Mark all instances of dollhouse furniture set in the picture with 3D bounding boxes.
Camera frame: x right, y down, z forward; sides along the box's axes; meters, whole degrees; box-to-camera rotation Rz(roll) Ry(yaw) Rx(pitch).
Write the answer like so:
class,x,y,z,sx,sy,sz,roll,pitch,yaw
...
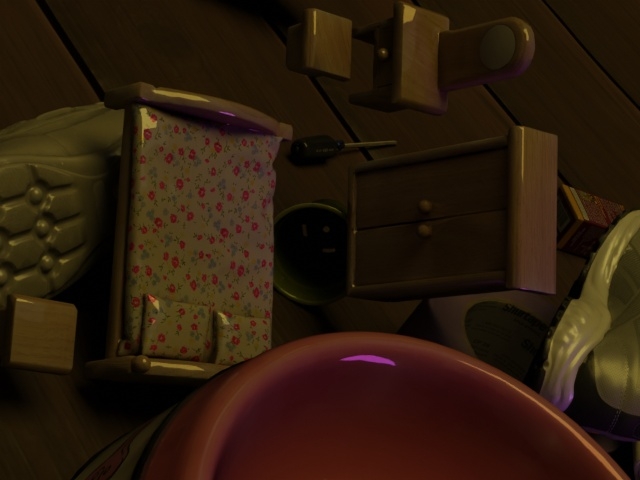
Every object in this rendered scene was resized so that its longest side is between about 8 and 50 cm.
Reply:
class,x,y,z,sx,sy,sz,roll,pitch,yaw
dollhouse furniture set,-0.017,-0.050,1.071,0.355,0.173,0.303,11,77,-42

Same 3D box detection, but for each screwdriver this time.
class,x,y,z,sx,sy,sz,roll,pitch,yaw
screwdriver,0.026,-0.091,1.478,0.170,0.024,0.025,-17,87,-56

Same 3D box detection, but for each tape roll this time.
class,x,y,z,sx,sy,sz,roll,pitch,yaw
tape roll,0.143,0.117,1.248,0.189,0.080,0.189,26,32,-18

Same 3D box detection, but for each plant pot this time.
class,x,y,z,sx,sy,sz,roll,pitch,yaw
plant pot,0.000,0.000,1.278,0.083,0.083,0.079,34,19,-2

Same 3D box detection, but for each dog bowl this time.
class,x,y,z,sx,sy,sz,roll,pitch,yaw
dog bowl,0.045,0.225,0.871,0.408,0.150,0.408,21,42,-20

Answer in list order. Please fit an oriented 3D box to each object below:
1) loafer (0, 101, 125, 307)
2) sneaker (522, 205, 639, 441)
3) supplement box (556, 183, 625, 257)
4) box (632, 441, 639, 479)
class,x,y,z,sx,sy,sz,roll,pitch,yaw
loafer,-0.195,-0.028,1.105,0.111,0.112,0.319,8,20,37
sneaker,0.233,0.068,1.218,0.108,0.100,0.271,25,35,9
supplement box,0.268,-0.014,1.592,0.083,0.043,0.055,17,35,-27
box,0.315,0.156,1.258,0.126,0.149,0.232,-7,29,14
